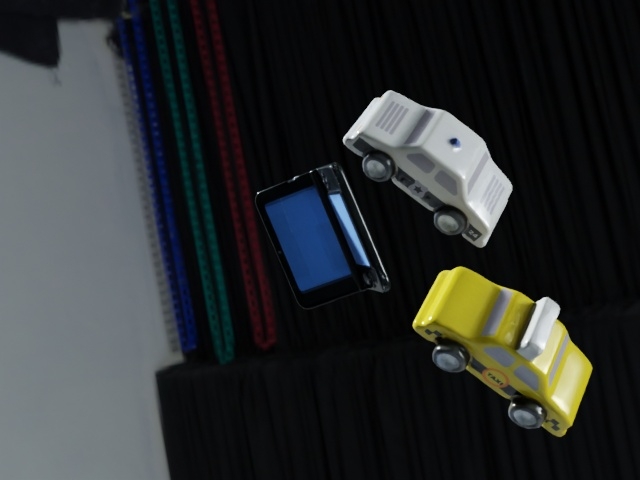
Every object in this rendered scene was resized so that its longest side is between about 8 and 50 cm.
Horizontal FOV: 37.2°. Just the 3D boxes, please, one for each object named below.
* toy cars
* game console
[{"bbox_3d":[0.159,0.004,0.948,0.176,0.393,0.087,-7,-24,-31],"label":"toy cars"},{"bbox_3d":[0.000,0.000,0.860,0.071,0.122,0.107,-24,6,-10],"label":"game console"}]
